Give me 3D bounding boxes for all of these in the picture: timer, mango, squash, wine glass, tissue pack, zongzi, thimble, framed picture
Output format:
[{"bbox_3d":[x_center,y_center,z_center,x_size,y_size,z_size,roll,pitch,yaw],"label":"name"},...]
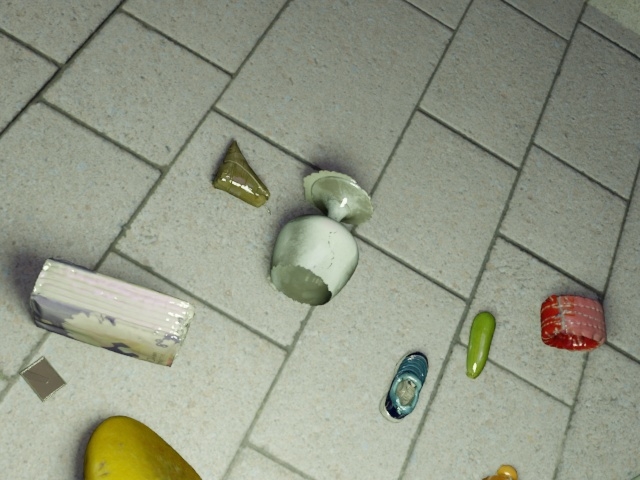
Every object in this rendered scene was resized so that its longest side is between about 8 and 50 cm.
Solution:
[{"bbox_3d":[0.469,0.636,1.790,0.132,0.132,0.152,43,37,4],"label":"timer"},{"bbox_3d":[-0.372,0.530,1.487,0.365,0.182,0.253,56,20,24],"label":"mango"},{"bbox_3d":[0.445,0.292,1.953,0.066,0.066,0.201,23,68,-7],"label":"squash"},{"bbox_3d":[0.000,0.000,1.847,0.238,0.238,0.323,29,53,-4],"label":"wine glass"},{"bbox_3d":[-0.475,0.174,1.600,0.343,0.242,0.125,20,61,-9],"label":"tissue pack"},{"bbox_3d":[-0.191,-0.184,1.954,0.189,0.081,0.178,27,51,-12],"label":"zongzi"},{"bbox_3d":[0.727,0.241,2.009,0.189,0.163,0.125,20,61,-24],"label":"thimble"},{"bbox_3d":[-0.641,0.321,1.613,0.089,0.007,0.066,47,62,6],"label":"framed picture"}]

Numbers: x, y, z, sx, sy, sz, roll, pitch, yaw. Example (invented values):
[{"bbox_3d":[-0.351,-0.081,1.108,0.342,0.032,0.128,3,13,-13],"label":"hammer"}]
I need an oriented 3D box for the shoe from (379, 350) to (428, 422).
[{"bbox_3d":[0.233,0.378,1.820,0.091,0.106,0.207,34,55,-3],"label":"shoe"}]

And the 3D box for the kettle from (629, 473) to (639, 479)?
[{"bbox_3d":[0.881,0.739,1.842,0.318,0.265,0.205,-17,41,-24],"label":"kettle"}]
